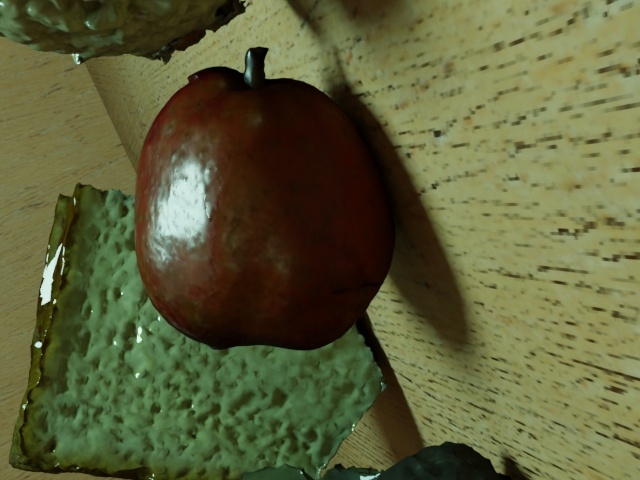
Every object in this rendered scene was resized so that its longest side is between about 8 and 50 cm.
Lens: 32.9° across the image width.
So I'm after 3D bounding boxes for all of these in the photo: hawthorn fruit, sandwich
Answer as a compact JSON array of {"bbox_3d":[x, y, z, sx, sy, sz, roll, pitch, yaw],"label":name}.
[{"bbox_3d":[-0.038,-0.032,0.739,0.185,0.185,0.202,-140,44,-64],"label":"hawthorn fruit"},{"bbox_3d":[-0.104,0.103,1.009,0.131,0.325,0.262,139,141,-78],"label":"sandwich"}]

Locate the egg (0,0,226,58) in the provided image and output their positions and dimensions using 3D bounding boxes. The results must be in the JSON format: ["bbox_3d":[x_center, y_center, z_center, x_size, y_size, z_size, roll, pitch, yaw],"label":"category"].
[{"bbox_3d":[-0.155,-0.244,0.571,0.310,0.279,0.279,40,172,-10],"label":"egg"}]

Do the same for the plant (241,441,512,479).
[{"bbox_3d":[0.065,0.260,0.772,0.215,0.213,0.312,66,172,-27],"label":"plant"}]

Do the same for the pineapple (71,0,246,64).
[{"bbox_3d":[-0.141,-0.202,0.745,0.221,0.221,0.047,59,147,24],"label":"pineapple"}]
